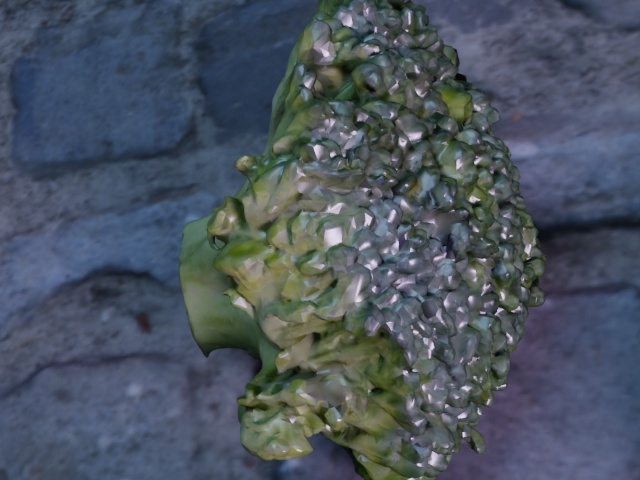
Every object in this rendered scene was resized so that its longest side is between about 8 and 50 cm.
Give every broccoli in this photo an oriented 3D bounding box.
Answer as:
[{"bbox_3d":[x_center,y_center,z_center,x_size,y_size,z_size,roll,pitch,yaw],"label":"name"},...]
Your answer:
[{"bbox_3d":[0.000,0.000,0.991,0.246,0.248,0.288,-16,42,25],"label":"broccoli"}]
